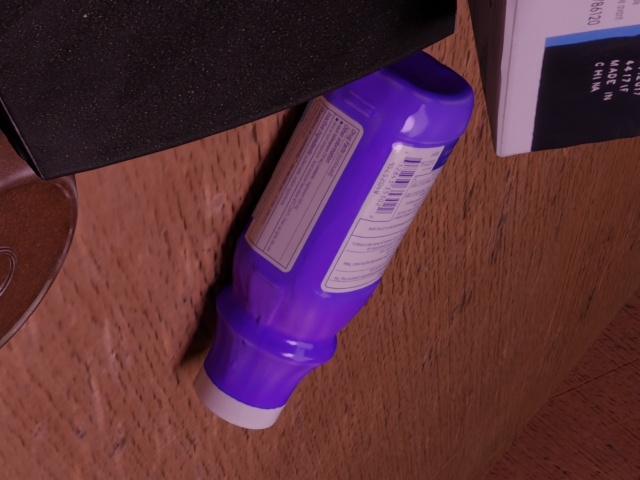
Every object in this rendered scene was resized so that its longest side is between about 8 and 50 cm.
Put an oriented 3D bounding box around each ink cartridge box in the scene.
[{"bbox_3d":[0.063,-0.213,0.574,0.065,0.333,0.165,-10,157,1],"label":"ink cartridge box"}]

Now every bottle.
[{"bbox_3d":[0.000,0.000,1.108,0.118,0.092,0.283,-19,141,-60],"label":"bottle"}]

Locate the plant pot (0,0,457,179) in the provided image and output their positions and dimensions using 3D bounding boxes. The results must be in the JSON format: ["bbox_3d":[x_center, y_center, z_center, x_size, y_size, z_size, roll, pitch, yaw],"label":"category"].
[{"bbox_3d":[-0.075,-0.134,0.560,0.167,0.187,0.188,-36,159,-10],"label":"plant pot"}]

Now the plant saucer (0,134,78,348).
[{"bbox_3d":[-0.175,0.016,0.800,0.168,0.029,0.168,-48,162,-21],"label":"plant saucer"}]

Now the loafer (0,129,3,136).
[{"bbox_3d":[-0.165,-0.051,0.674,0.056,0.050,0.148,101,14,-59],"label":"loafer"}]
